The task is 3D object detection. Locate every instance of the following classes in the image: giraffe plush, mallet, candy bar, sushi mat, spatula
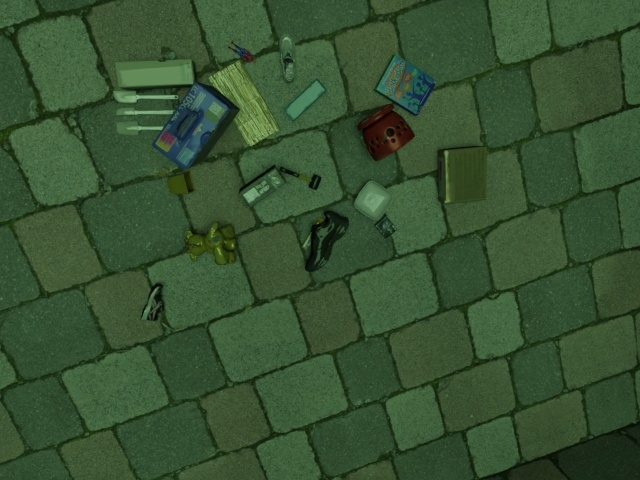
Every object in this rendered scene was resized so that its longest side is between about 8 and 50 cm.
[{"bbox_3d":[-0.464,0.019,1.854,0.170,0.210,0.181,-7,73,18],"label":"giraffe plush"},{"bbox_3d":[-0.087,-0.257,1.873,0.190,0.039,0.062,9,104,-28],"label":"mallet"},{"bbox_3d":[-0.033,-0.026,1.969,0.040,0.018,0.161,30,98,-15],"label":"candy bar"},{"bbox_3d":[-0.304,-0.547,1.808,0.151,0.019,0.316,-31,106,1],"label":"sushi mat"},{"bbox_3d":[-0.677,-0.498,1.770,0.242,0.019,0.168,-2,101,-10],"label":"spatula"}]

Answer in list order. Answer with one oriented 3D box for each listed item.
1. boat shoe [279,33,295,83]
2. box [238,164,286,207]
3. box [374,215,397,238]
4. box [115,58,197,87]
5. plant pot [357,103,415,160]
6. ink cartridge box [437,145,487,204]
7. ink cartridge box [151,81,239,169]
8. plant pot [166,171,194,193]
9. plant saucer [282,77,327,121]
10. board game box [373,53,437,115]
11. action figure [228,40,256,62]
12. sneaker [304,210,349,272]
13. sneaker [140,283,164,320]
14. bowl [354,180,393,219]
[{"bbox_3d":[-0.129,-0.714,1.768,0.066,0.063,0.184,1,103,-8],"label":"boat shoe"},{"bbox_3d":[-0.235,-0.222,1.828,0.180,0.147,0.077,-35,105,0],"label":"box"},{"bbox_3d":[0.290,-0.059,2.006,0.067,0.018,0.083,-40,105,3],"label":"box"},{"bbox_3d":[-0.612,-0.624,1.700,0.275,0.113,0.094,-5,104,-8],"label":"box"},{"bbox_3d":[0.259,-0.442,1.823,0.191,0.191,0.174,-33,103,1],"label":"plant pot"},{"bbox_3d":[0.615,-0.286,1.961,0.193,0.088,0.234,-5,105,-5],"label":"ink cartridge box"},{"bbox_3d":[-0.438,-0.411,1.617,0.151,0.395,0.270,36,100,-14],"label":"ink cartridge box"},{"bbox_3d":[-0.568,-0.227,1.818,0.083,0.081,0.081,-9,105,5],"label":"plant pot"},{"bbox_3d":[-0.063,-0.570,1.836,0.192,0.018,0.067,-43,105,3],"label":"plant saucer"},{"bbox_3d":[0.350,-0.638,1.861,0.210,0.047,0.160,27,98,-12],"label":"board game box"},{"bbox_3d":[-0.302,-0.730,1.760,0.115,0.030,0.038,31,92,-16],"label":"action figure"},{"bbox_3d":[0.000,0.000,1.933,0.130,0.109,0.286,31,88,-21],"label":"sneaker"},{"bbox_3d":[-0.702,0.266,1.930,0.077,0.072,0.178,20,108,-24],"label":"sneaker"},{"bbox_3d":[0.224,-0.175,1.952,0.142,0.053,0.142,33,97,-15],"label":"bowl"}]
